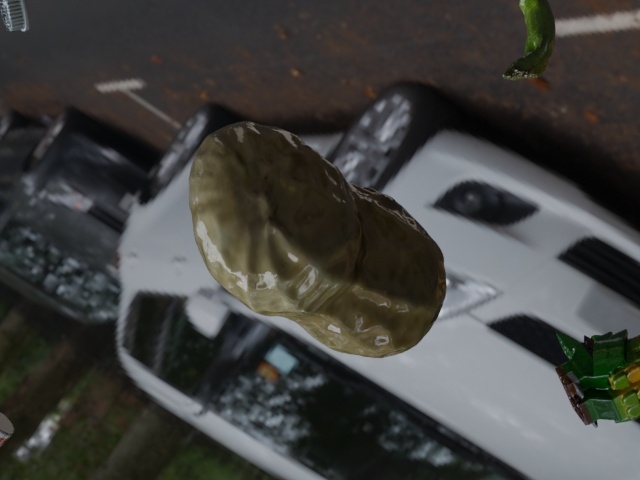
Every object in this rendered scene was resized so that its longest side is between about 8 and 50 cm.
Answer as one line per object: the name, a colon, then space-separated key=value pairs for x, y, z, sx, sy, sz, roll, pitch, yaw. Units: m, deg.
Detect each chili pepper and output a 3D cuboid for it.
chili pepper: x=0.275 y=-0.259 z=1.614 sx=0.052 sy=0.201 sz=0.050 roll=-25 pitch=121 yaw=33

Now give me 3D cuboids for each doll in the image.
doll: x=0.382 y=0.159 z=1.548 sx=0.186 sy=0.134 sz=0.106 roll=-12 pitch=125 yaw=25

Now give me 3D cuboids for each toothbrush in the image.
toothbrush: x=-0.351 y=-0.365 z=1.331 sx=0.021 sy=0.288 sz=0.024 roll=2 pitch=-163 yaw=40

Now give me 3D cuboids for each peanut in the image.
peanut: x=0.000 y=0.000 z=0.987 sx=0.233 sy=0.110 sz=0.196 roll=32 pitch=-153 yaw=-33

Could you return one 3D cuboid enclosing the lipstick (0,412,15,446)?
lipstick: x=-0.390 y=0.241 z=1.363 sx=0.038 sy=0.131 sz=0.038 roll=43 pitch=-172 yaw=-7
